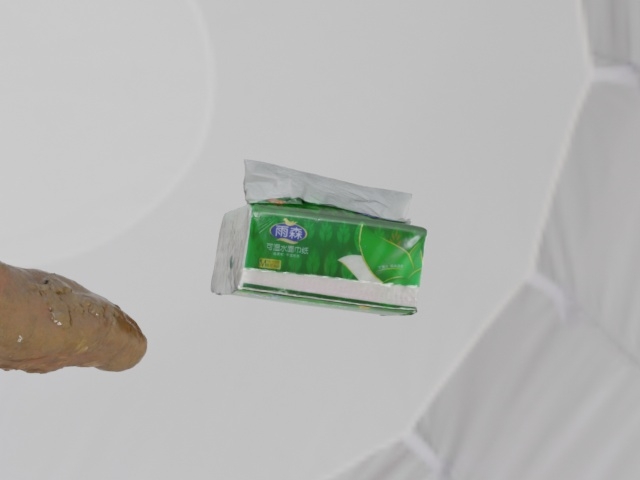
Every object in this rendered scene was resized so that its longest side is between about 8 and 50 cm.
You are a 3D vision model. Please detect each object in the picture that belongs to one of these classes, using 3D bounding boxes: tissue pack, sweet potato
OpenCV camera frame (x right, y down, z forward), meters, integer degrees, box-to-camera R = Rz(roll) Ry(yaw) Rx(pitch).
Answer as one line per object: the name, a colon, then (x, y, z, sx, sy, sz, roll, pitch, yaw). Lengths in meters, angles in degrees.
tissue pack: (0.000, -0.001, 1.689, 0.148, 0.209, 0.156, 178, -79, -75)
sweet potato: (-0.265, 0.068, 1.303, 0.106, 0.355, 0.095, 28, -88, 43)
